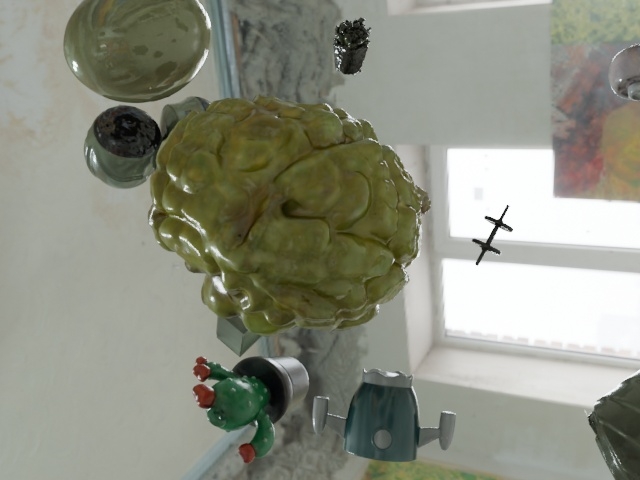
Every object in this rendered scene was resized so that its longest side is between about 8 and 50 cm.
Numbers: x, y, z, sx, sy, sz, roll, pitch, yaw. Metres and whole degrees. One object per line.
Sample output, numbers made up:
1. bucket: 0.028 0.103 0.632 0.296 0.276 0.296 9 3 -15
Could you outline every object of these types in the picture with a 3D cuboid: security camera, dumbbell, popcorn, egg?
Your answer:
1. security camera: -0.358 -0.200 1.507 0.277 0.191 0.196 -10 -114 -27
2. dumbbell: 0.370 -0.011 1.536 0.147 0.069 0.069 -62 -28 2
3. popcorn: -0.033 -0.021 0.698 0.270 0.258 0.224 44 -117 -23
4. egg: -0.329 -0.363 1.301 0.269 0.219 0.219 -15 -68 -22

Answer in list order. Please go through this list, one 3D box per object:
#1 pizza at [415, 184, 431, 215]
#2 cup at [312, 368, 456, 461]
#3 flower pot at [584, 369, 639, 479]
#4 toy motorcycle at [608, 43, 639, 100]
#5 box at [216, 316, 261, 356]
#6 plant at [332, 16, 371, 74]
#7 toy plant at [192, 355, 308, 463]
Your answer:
1. pizza: 0.119 0.042 1.664 0.408 0.114 0.278 -54 1 -3
2. cup: 0.134 0.362 1.504 0.167 0.300 0.173 60 -144 -84
3. flower pot: 0.379 0.218 0.758 0.235 0.141 0.235 53 -162 -25
4. toy motorcycle: 0.501 -0.215 0.902 0.112 0.254 0.112 -1 -90 -69
5. box: -0.137 0.148 1.668 0.225 0.086 0.129 -44 -16 -30
6. plant: 0.081 -0.504 1.845 0.094 0.092 0.143 -24 -44 -33
7. toy plant: -0.171 0.406 1.842 0.400 0.185 0.279 2 -110 -66
